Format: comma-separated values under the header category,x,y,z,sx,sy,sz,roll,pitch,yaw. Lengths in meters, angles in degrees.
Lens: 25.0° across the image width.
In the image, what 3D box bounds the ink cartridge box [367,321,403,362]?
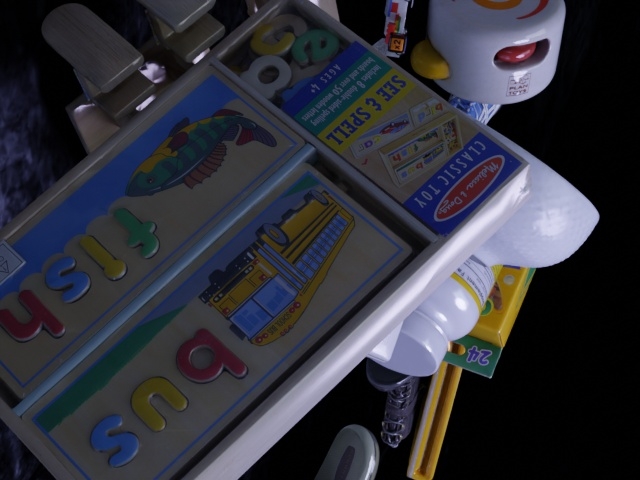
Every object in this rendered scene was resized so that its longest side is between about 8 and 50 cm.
category,x,y,z,sx,sy,sz,roll,pitch,yaw
ink cartridge box,0.000,0.000,1.636,0.283,0.117,0.207,28,81,-54

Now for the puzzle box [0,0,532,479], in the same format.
category,x,y,z,sx,sy,sz,roll,pitch,yaw
puzzle box,-0.076,0.011,1.091,0.409,0.272,0.052,-43,153,-14

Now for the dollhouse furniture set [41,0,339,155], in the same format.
category,x,y,z,sx,sy,sz,roll,pitch,yaw
dollhouse furniture set,-0.128,-0.178,1.248,0.242,0.161,0.212,-41,152,-15

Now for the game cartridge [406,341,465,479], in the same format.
category,x,y,z,sx,sy,sz,roll,pitch,yaw
game cartridge,0.222,0.242,2.614,0.324,0.052,0.285,-60,164,-71

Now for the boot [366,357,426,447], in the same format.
category,x,y,z,sx,sy,sz,roll,pitch,yaw
boot,0.137,0.253,2.432,0.263,0.091,0.229,-47,149,-56

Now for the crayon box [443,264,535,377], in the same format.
category,x,y,z,sx,sy,sz,roll,pitch,yaw
crayon box,0.238,0.035,2.330,0.083,0.203,0.323,64,47,-64

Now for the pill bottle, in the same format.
category,x,y,z,sx,sy,sz,roll,pitch,yaw
pill bottle,0.175,0.028,2.169,0.334,0.188,0.188,-61,159,-27

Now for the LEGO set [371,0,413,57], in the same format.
category,x,y,z,sx,sy,sz,roll,pitch,yaw
LEGO set,0.099,-0.334,1.795,0.182,0.060,0.244,89,10,-78

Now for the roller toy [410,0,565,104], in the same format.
category,x,y,z,sx,sy,sz,roll,pitch,yaw
roller toy,0.244,-0.288,2.053,0.209,0.191,0.146,-54,156,-43

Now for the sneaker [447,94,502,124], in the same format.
category,x,y,z,sx,sy,sz,roll,pitch,yaw
sneaker,0.242,-0.214,2.300,0.081,0.080,0.211,15,92,-75

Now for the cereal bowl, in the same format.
category,x,y,z,sx,sy,sz,roll,pitch,yaw
cereal bowl,0.197,-0.065,1.948,0.141,0.339,0.339,-55,161,-1

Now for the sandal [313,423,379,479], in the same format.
category,x,y,z,sx,sy,sz,roll,pitch,yaw
sandal,-0.005,0.419,2.192,0.086,0.120,0.303,22,85,-44
